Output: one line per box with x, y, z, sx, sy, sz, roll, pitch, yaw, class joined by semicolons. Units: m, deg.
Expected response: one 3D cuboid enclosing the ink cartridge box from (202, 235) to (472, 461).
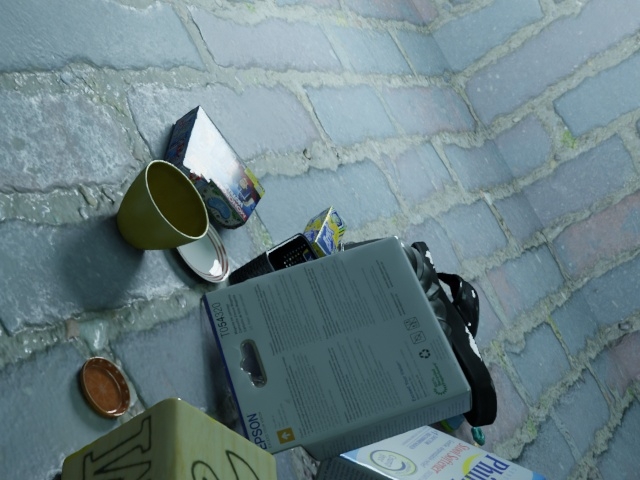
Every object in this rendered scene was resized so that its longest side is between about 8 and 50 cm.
0.018;0.166;1.759;0.071;0.330;0.324;79;-8;-49;ink cartridge box

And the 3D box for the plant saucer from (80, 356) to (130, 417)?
-0.279;0.190;1.504;0.083;0.013;0.083;43;28;-29;plant saucer

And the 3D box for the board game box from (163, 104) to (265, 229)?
-0.194;-0.108;1.965;0.194;0.060;0.194;53;26;-13;board game box

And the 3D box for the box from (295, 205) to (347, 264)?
0.000;0.000;2.212;0.054;0.059;0.169;52;24;-14;box

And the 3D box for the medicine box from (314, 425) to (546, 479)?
0.162;0.402;1.764;0.289;0.149;0.263;20;14;20;medicine box

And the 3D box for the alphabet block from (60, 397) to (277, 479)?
-0.172;0.330;1.326;0.192;0.193;0.197;40;29;-39;alphabet block

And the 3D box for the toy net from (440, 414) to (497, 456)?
0.315;0.412;2.358;0.232;0.045;0.122;61;22;3;toy net

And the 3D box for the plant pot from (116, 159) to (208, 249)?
-0.246;-0.038;1.736;0.134;0.095;0.134;43;28;-30;plant pot

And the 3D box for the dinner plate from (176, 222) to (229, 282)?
-0.198;0.009;1.872;0.141;0.017;0.141;45;27;-30;dinner plate

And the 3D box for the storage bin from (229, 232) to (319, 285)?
-0.062;0.072;1.978;0.122;0.084;0.180;58;23;0;storage bin

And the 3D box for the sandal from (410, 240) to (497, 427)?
0.284;0.184;2.378;0.168;0.107;0.446;94;-19;-48;sandal

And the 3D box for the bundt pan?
0.150;0.136;2.193;0.331;0.124;0.331;51;27;-39;bundt pan
